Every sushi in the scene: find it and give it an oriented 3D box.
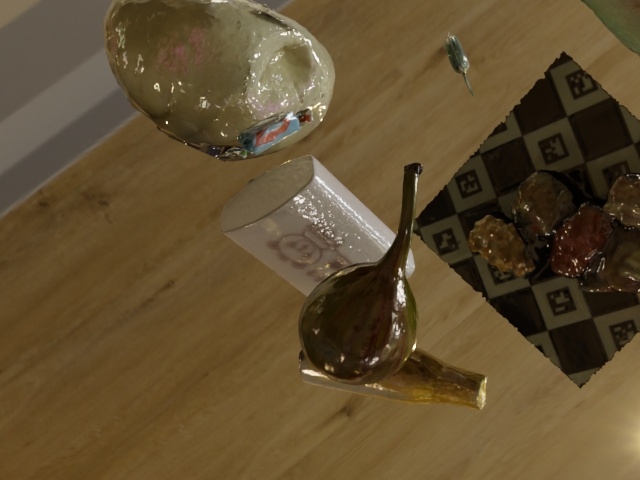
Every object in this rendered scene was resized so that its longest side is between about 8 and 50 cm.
[{"bbox_3d":[0.269,-0.017,0.985,0.292,0.059,0.294,47,-59,19],"label":"sushi"}]

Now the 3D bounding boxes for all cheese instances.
[{"bbox_3d":[0.217,-0.279,1.352,0.026,0.067,0.121,-23,-129,16],"label":"cheese"}]

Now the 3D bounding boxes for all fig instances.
[{"bbox_3d":[0.062,0.037,0.859,0.124,0.124,0.236,26,-69,7],"label":"fig"}]

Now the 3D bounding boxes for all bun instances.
[{"bbox_3d":[-0.120,-0.180,0.948,0.272,0.273,0.168,20,-89,5],"label":"bun"}]

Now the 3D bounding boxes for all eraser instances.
[{"bbox_3d":[0.000,0.000,1.309,0.174,0.270,0.095,-28,-135,24],"label":"eraser"}]

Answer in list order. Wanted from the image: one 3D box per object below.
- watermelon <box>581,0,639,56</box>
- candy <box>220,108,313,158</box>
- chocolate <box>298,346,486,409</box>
[{"bbox_3d":[0.230,-0.269,0.472,0.151,0.302,0.264,37,-87,11],"label":"watermelon"},{"bbox_3d":[-0.039,-0.082,0.661,0.083,0.030,0.020,-31,-59,-25],"label":"candy"},{"bbox_3d":[0.086,0.153,1.015,0.219,0.085,0.086,11,-107,17],"label":"chocolate"}]
